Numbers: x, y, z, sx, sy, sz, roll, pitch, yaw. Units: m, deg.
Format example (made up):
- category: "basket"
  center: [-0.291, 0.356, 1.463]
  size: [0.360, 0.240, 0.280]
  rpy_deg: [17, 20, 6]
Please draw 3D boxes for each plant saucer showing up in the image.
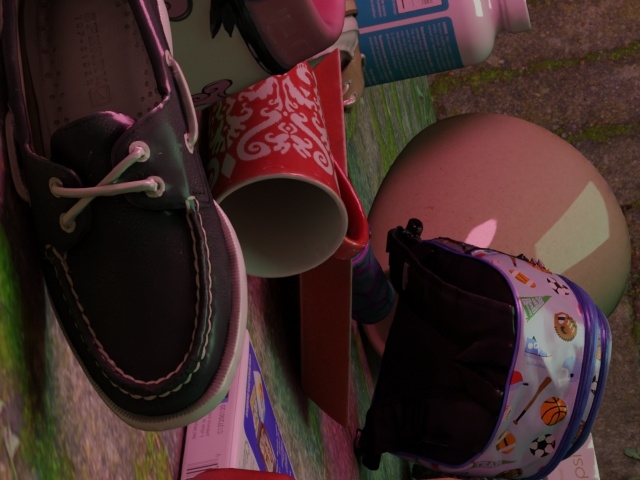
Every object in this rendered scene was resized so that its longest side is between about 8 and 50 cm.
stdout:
- category: "plant saucer"
  center: [0.000, 0.000, 1.613]
  size: [0.258, 0.048, 0.259]
  rpy_deg: [90, -3, -50]

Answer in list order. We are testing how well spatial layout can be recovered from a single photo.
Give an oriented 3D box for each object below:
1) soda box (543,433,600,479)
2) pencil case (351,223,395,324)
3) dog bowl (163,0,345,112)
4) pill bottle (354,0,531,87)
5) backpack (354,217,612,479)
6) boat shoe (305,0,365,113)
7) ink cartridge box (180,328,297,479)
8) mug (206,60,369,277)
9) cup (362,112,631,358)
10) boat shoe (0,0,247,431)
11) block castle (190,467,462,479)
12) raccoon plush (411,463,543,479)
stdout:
- category: "soda box"
  center: [0.317, 0.342, 2.213]
  size: [0.069, 0.074, 0.216]
  rpy_deg: [126, -41, -66]
- category: "pencil case"
  center: [0.037, 0.032, 1.885]
  size: [0.151, 0.064, 0.070]
  rpy_deg: [65, 21, -59]
- category: "dog bowl"
  center: [-0.091, -0.288, 1.209]
  size: [0.408, 0.150, 0.408]
  rpy_deg: [-10, 90, -81]
- category: "pill bottle"
  center: [0.101, -0.257, 1.974]
  size: [0.146, 0.264, 0.146]
  rpy_deg: [-10, 90, -81]
- category: "backpack"
  center: [0.177, 0.133, 1.800]
  size: [0.263, 0.213, 0.276]
  rpy_deg: [-160, -103, -71]
- category: "boat shoe"
  center: [-0.001, -0.173, 1.735]
  size: [0.302, 0.113, 0.103]
  rpy_deg: [-29, 103, -81]
- category: "ink cartridge box"
  center: [-0.048, 0.206, 1.231]
  size: [0.206, 0.045, 0.208]
  rpy_deg: [-88, 164, -53]
- category: "mug"
  center: [-0.037, -0.058, 1.415]
  size: [0.150, 0.113, 0.169]
  rpy_deg: [63, 14, -45]
- category: "cup"
  center: [0.175, 0.044, 2.083]
  size: [0.237, 0.331, 0.331]
  rpy_deg: [-45, 128, -48]
- category: "boat shoe"
  center: [-0.117, -0.046, 0.933]
  size: [0.091, 0.114, 0.302]
  rpy_deg: [62, 8, -64]
- category: "block castle"
  center: [0.023, 0.365, 1.017]
  size: [0.303, 0.213, 0.453]
  rpy_deg: [-74, 147, -45]
- category: "raccoon plush"
  center: [0.175, 0.299, 2.052]
  size: [0.446, 0.216, 0.299]
  rpy_deg: [65, 9, -56]
